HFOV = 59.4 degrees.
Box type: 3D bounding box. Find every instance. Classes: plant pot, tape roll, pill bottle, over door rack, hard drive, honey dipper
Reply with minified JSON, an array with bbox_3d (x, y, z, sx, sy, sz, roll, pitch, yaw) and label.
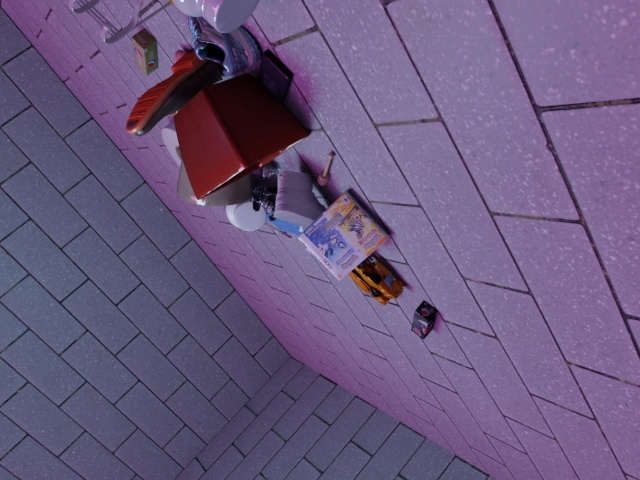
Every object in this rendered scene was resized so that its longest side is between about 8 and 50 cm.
[{"bbox_3d":[-0.245,-0.302,1.556,0.267,0.267,0.236,-24,99,46],"label":"plant pot"},{"bbox_3d":[-0.518,-0.338,2.384,0.392,0.072,0.392,38,160,17],"label":"tape roll"},{"bbox_3d":[-0.350,-0.288,1.866,0.256,0.256,0.274,29,124,40],"label":"plant pot"},{"bbox_3d":[-0.289,-0.607,1.195,0.334,0.188,0.188,43,161,5],"label":"pill bottle"},{"bbox_3d":[-0.446,-0.622,1.307,0.239,0.324,0.108,44,152,8],"label":"over door rack"},{"bbox_3d":[-0.121,-0.425,1.465,0.094,0.022,0.135,45,161,1],"label":"hard drive"},{"bbox_3d":[-0.280,-0.132,2.069,0.152,0.152,0.272,56,179,-27],"label":"pill bottle"},{"bbox_3d":[0.019,-0.206,1.612,0.030,0.030,0.160,43,158,7],"label":"honey dipper"}]

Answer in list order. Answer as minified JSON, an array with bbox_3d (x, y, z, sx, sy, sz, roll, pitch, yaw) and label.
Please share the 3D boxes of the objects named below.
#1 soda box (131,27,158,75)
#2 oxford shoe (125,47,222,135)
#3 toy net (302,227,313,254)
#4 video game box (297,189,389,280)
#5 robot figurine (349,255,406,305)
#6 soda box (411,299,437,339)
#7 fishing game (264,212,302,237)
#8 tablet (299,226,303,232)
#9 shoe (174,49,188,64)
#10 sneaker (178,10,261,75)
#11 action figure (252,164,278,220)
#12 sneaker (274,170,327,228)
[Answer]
[{"bbox_3d":[-0.610,-0.653,1.957,0.061,0.058,0.181,46,160,0],"label":"soda box"},{"bbox_3d":[-0.399,-0.402,1.590,0.130,0.363,0.133,7,142,43],"label":"oxford shoe"},{"bbox_3d":[0.000,0.000,2.042,0.122,0.045,0.232,5,159,5],"label":"toy net"},{"bbox_3d":[0.067,-0.012,1.665,0.187,0.205,0.048,45,-161,-4],"label":"video game box"},{"bbox_3d":[0.141,0.091,1.873,0.291,0.085,0.211,44,160,3],"label":"robot figurine"},{"bbox_3d":[0.342,0.266,1.860,0.060,0.053,0.169,37,160,23],"label":"soda box"},{"bbox_3d":[-0.124,-0.069,2.108,0.189,0.041,0.264,27,162,-17],"label":"fishing game"},{"bbox_3d":[-0.037,-0.030,2.058,0.083,0.006,0.054,17,159,-3],"label":"tablet"},{"bbox_3d":[-0.407,-0.524,1.798,0.081,0.063,0.178,30,150,40],"label":"shoe"},{"bbox_3d":[-0.290,-0.536,1.437,0.283,0.122,0.110,42,160,10],"label":"sneaker"},{"bbox_3d":[-0.150,-0.158,1.894,0.164,0.141,0.275,31,-166,-6],"label":"action figure"},{"bbox_3d":[-0.024,-0.124,1.769,0.108,0.169,0.292,-15,156,37],"label":"sneaker"}]
